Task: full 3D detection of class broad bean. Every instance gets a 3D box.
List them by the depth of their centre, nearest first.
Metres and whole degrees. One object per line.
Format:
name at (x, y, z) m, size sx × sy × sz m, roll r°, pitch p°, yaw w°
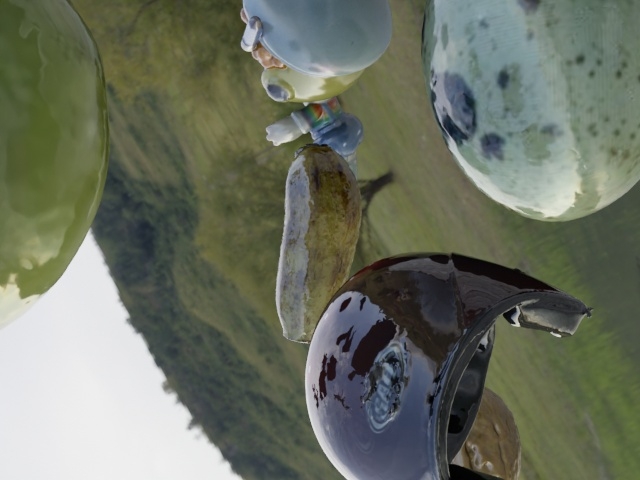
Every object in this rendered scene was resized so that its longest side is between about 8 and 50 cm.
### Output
broad bean at (-0.227, -0.069, 0.442) m, size 0.238 × 0.291 × 0.119 m, roll 22°, pitch -170°, yaw 8°

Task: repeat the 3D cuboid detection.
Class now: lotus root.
lotus root at (0.000, 0.000, 1.000) m, size 0.110 × 0.097 × 0.259 m, roll 19°, pitch -108°, yaw -52°

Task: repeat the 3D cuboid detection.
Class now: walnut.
walnut at (0.224, 0.328, 1.291) m, size 0.213 × 0.213 × 0.213 m, roll 61°, pitch -177°, yaw -6°

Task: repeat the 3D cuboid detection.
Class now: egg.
egg at (0.252, -0.208, 0.886) m, size 0.287 × 0.287 × 0.380 m, roll 55°, pitch -137°, yaw -63°

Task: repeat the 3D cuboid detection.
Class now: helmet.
helmet at (0.085, 0.103, 0.593) m, size 0.216 × 0.193 × 0.189 m, roll 20°, pitch -96°, yaw -77°

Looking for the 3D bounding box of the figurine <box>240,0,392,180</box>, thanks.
figurine at (0.020, -0.240, 1.201) m, size 0.225 × 0.205 × 0.382 m, roll -61°, pitch -32°, yaw -34°
